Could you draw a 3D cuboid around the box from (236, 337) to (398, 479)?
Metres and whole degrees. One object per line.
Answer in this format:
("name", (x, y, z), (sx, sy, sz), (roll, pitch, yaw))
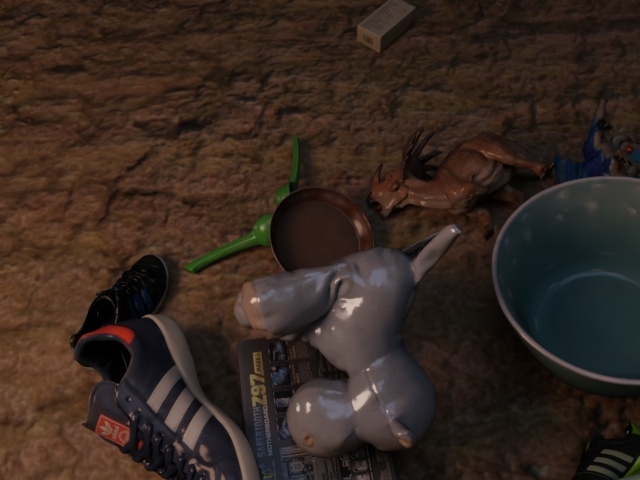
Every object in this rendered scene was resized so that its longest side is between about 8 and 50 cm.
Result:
("box", (-0.010, 0.233, 0.922), (0.183, 0.059, 0.232), (-7, 56, -6))

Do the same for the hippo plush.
("hippo plush", (0.053, 0.136, 0.865), (0.294, 0.234, 0.236), (-16, 86, 7))

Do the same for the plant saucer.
("plant saucer", (0.000, 0.000, 1.069), (0.168, 0.029, 0.168), (7, 67, -17))

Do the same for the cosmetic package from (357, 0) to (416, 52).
("cosmetic package", (0.129, -0.421, 1.368), (0.060, 0.041, 0.115), (36, 64, 24))

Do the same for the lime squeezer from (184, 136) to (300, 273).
("lime squeezer", (-0.080, -0.048, 1.129), (0.110, 0.059, 0.310), (8, 52, 44))

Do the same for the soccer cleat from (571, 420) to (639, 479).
("soccer cleat", (0.348, 0.290, 0.880), (0.179, 0.060, 0.072), (-22, 48, -20))

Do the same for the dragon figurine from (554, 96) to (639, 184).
("dragon figurine", (0.428, -0.111, 1.105), (0.085, 0.144, 0.289), (19, 45, -23))

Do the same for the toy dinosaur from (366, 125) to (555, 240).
("toy dinosaur", (0.235, -0.114, 1.117), (0.296, 0.127, 0.200), (-23, 52, -20))

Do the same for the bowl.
("bowl", (0.386, 0.081, 0.935), (0.311, 0.163, 0.311), (-7, 53, 9))

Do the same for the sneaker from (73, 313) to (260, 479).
("sneaker", (-0.202, 0.237, 0.860), (0.148, 0.131, 0.350), (-1, 37, -42))

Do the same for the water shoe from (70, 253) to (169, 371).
("water shoe", (-0.283, 0.093, 1.014), (0.073, 0.080, 0.203), (17, 58, 12))

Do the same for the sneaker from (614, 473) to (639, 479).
("sneaker", (0.407, 0.261, 0.797), (0.151, 0.094, 0.256), (8, 92, -8))

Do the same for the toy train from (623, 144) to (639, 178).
("toy train", (0.529, -0.077, 1.124), (0.125, 0.046, 0.166), (3, 59, 3))
